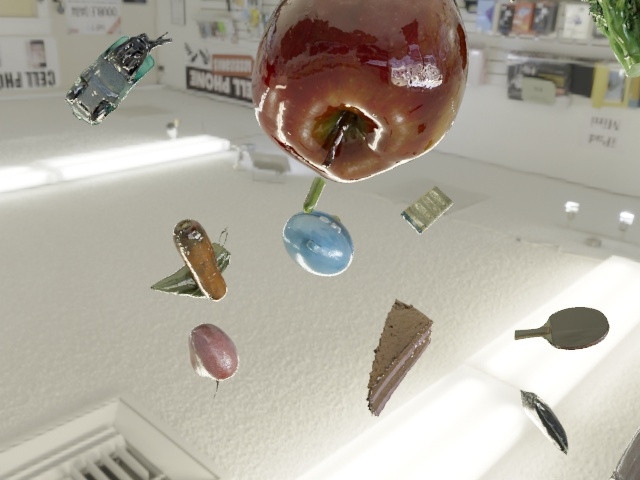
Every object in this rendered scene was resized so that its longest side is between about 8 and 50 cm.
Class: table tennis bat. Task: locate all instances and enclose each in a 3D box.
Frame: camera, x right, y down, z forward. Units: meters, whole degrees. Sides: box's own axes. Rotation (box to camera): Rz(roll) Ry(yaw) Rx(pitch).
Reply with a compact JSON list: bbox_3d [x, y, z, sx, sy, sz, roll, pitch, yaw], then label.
[{"bbox_3d":[0.577,0.214,1.524,0.220,0.019,0.130,-12,-144,24],"label":"table tennis bat"}]

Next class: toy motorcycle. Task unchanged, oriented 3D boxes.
[{"bbox_3d":[-0.263,-0.212,0.812,0.173,0.058,0.100,-30,-156,38],"label":"toy motorcycle"}]

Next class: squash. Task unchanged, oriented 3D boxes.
[{"bbox_3d":[-0.015,-0.093,1.322,0.027,0.027,0.083,12,-117,21],"label":"squash"}]

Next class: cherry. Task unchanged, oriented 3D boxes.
[{"bbox_3d":[-0.205,0.219,1.228,0.106,0.126,0.087,25,-144,31],"label":"cherry"}]

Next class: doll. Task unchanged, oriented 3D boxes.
[{"bbox_3d":[0.000,0.000,1.515,0.177,0.141,0.314,34,-171,1],"label":"doll"}]

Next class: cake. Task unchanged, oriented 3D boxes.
[{"bbox_3d":[0.182,0.277,1.488,0.112,0.116,0.295,10,-134,27],"label":"cake"}]

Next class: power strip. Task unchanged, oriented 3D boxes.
[{"bbox_3d":[0.215,-0.064,1.267,0.056,0.032,0.123,47,-133,6],"label":"power strip"}]

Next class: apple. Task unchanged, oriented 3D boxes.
[{"bbox_3d":[0.058,-0.239,0.852,0.288,0.288,0.317,10,-124,18],"label":"apple"}]

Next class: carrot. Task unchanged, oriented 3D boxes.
[{"bbox_3d":[-0.211,0.038,1.124,0.060,0.186,0.060,-9,-139,8],"label":"carrot"}]

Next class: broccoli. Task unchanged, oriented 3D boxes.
[{"bbox_3d":[0.698,-0.494,1.329,0.307,0.275,0.308,0,174,0],"label":"broccoli"}]

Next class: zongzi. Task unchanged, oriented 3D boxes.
[{"bbox_3d":[-0.234,0.040,1.192,0.130,0.154,0.062,15,-156,-46],"label":"zongzi"}]

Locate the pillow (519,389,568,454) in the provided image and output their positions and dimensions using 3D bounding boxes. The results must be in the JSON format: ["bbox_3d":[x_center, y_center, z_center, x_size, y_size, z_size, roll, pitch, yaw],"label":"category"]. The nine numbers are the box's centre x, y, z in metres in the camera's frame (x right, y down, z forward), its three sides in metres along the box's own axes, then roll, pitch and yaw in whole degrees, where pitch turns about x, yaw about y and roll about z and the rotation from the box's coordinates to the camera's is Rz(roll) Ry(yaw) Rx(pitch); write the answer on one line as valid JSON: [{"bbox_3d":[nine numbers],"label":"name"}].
[{"bbox_3d":[0.521,0.413,1.481,0.055,0.141,0.208,-33,170,6],"label":"pillow"}]

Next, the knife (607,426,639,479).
[{"bbox_3d":[0.369,0.234,0.685,0.053,0.278,0.123,24,-172,-14],"label":"knife"}]
